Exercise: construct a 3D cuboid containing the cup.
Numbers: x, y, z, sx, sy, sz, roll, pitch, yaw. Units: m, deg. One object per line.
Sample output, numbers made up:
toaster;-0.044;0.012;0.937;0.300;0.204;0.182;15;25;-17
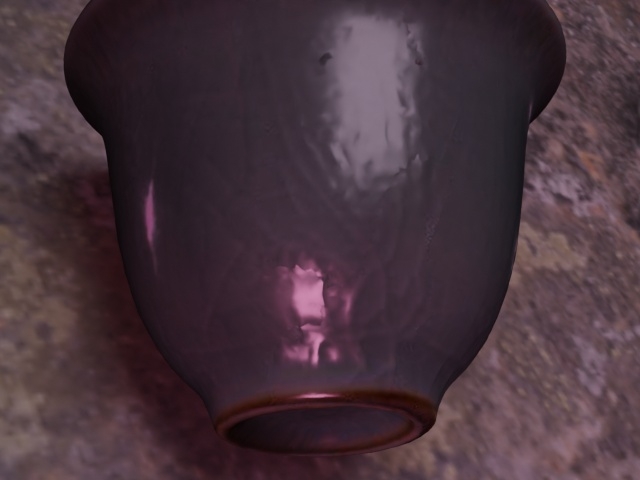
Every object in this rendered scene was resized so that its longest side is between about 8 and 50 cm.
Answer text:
cup;0.000;0.000;0.473;0.199;0.199;0.150;10;64;-27
